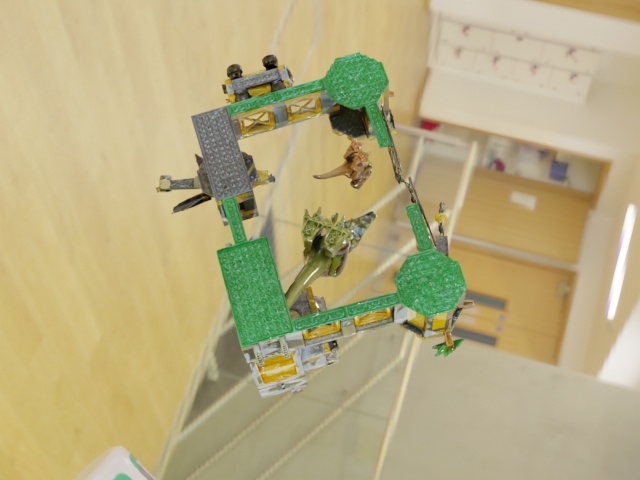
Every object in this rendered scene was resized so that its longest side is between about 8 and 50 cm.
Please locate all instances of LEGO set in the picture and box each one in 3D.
[{"bbox_3d":[0.000,0.000,1.035,0.192,0.255,0.331,82,-17,-66],"label":"LEGO set"}]

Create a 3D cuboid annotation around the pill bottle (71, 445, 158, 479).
[{"bbox_3d":[-0.186,0.434,1.245,0.204,0.361,0.204,-44,-177,3],"label":"pill bottle"}]
